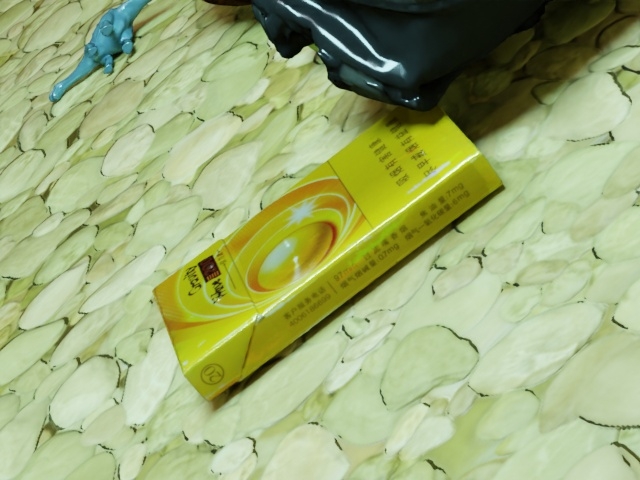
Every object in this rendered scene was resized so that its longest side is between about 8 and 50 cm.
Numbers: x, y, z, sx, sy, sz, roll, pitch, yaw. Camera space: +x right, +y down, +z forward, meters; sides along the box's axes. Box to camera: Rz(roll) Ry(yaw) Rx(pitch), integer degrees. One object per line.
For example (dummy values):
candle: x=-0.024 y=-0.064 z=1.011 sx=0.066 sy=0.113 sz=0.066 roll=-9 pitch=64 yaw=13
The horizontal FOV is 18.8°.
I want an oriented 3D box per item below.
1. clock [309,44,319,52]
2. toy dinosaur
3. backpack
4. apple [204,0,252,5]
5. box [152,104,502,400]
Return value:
clock: x=0.062 y=-0.277 z=1.725 sx=0.170 sy=0.069 sz=0.232 roll=-1 pitch=61 yaw=57
toy dinosaur: x=-0.229 y=-0.223 z=2.109 sx=0.197 sy=0.045 sz=0.080 roll=-48 pitch=22 yaw=4
backpack: x=0.127 y=-0.305 z=1.515 sx=0.446 sy=0.255 sz=0.363 roll=-42 pitch=45 yaw=-9
apple: x=-0.088 y=-0.344 z=1.919 sx=0.230 sy=0.230 sz=0.230 roll=-31 pitch=27 yaw=18
box: x=0.000 y=0.000 z=1.452 sx=0.269 sy=0.043 sz=0.152 roll=-37 pitch=25 yaw=4
